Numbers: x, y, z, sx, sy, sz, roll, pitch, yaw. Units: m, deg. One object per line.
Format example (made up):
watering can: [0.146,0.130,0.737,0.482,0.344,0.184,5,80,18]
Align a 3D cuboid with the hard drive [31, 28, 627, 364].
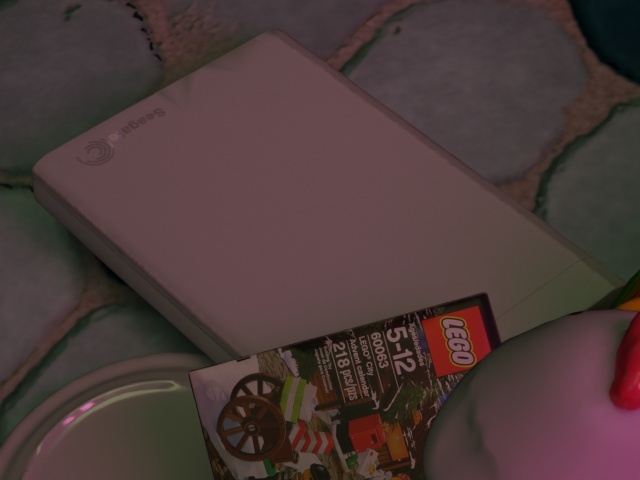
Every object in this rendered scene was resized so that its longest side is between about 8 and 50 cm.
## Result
hard drive: [0.000,0.000,1.085,0.203,0.040,0.307,-33,54,-27]

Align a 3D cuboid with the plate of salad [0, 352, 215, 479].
plate of salad: [-0.093,0.147,1.010,0.200,0.048,0.200,-6,49,7]

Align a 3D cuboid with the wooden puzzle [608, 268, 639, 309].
wooden puzzle: [0.233,-0.021,0.900,0.080,0.348,0.322,40,67,1]

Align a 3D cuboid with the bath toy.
bath toy: [0.210,0.114,0.648,0.348,0.129,0.151,24,41,-1]

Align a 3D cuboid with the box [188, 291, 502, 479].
box: [0.039,0.159,0.918,0.159,0.044,0.233,-16,79,1]
